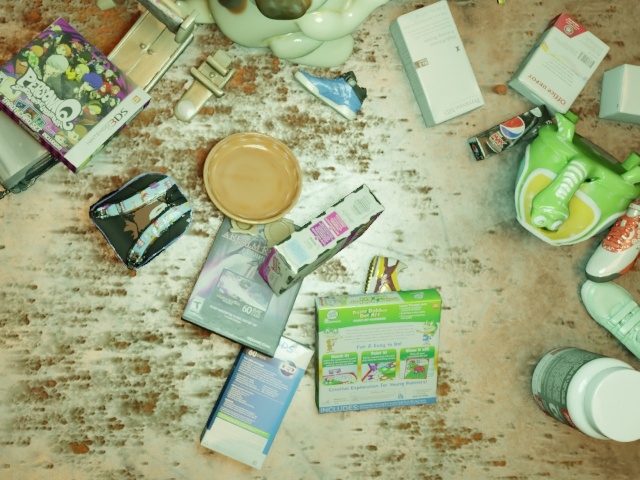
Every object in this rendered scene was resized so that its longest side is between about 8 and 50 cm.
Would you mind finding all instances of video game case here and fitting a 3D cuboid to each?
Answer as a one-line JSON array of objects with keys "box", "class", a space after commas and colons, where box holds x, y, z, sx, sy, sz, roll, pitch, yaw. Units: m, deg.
[{"box": [-0.471, -0.272, 1.756, 0.232, 0.042, 0.210, 42, 64, -3], "class": "video game case"}, {"box": [-0.135, 0.071, 1.872, 0.196, 0.026, 0.274, 24, 68, -7], "class": "video game case"}]

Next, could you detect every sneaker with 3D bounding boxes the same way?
[{"box": [0.663, 0.175, 1.964, 0.256, 0.151, 0.094, 45, 86, -5], "class": "sneaker"}, {"box": [0.026, -0.320, 1.918, 0.152, 0.058, 0.084, 34, 92, -11], "class": "sneaker"}, {"box": [0.128, 0.126, 1.931, 0.084, 0.069, 0.185, 13, 90, -3], "class": "sneaker"}, {"box": [0.642, -0.040, 1.964, 0.270, 0.090, 0.145, -36, 125, -11], "class": "sneaker"}]

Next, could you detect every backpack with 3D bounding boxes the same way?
[{"box": [-0.342, -0.047, 1.841, 0.173, 0.117, 0.158, -36, 95, -6], "class": "backpack"}]

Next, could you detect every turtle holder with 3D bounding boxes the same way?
[{"box": [0.506, -0.097, 1.865, 0.243, 0.320, 0.227, 27, 112, -15], "class": "turtle holder"}]

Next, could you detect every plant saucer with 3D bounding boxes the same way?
[{"box": [-0.136, -0.121, 1.883, 0.200, 0.037, 0.200, 4, 70, -12], "class": "plant saucer"}]

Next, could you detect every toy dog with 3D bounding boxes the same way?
[{"box": [-0.069, -0.503, 1.729, 0.395, 0.408, 0.284, 2, 89, -9], "class": "toy dog"}]

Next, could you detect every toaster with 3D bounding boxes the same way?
[{"box": [-0.567, -0.193, 1.806, 0.227, 0.129, 0.146, -36, 91, -7], "class": "toaster"}]

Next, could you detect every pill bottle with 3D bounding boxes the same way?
[{"box": [0.546, 0.307, 1.881, 0.161, 0.283, 0.161, 0, 90, -8], "class": "pill bottle"}]

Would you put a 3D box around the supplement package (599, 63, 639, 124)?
[{"box": [0.697, -0.301, 1.989, 0.179, 0.105, 0.105, 7, 90, -9], "class": "supplement package"}]

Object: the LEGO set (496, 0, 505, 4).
[{"box": [0.238, -0.599, 1.830, 0.331, 0.192, 0.255, 3, 87, -28], "class": "LEGO set"}]

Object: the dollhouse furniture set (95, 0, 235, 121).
[{"box": [-0.311, -0.360, 1.724, 0.303, 0.355, 0.174, 39, 86, -7], "class": "dollhouse furniture set"}]

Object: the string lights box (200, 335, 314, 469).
[{"box": [-0.128, 0.310, 1.893, 0.133, 0.077, 0.260, 25, 87, -7], "class": "string lights box"}]

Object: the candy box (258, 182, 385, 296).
[{"box": [0.000, 0.000, 1.835, 0.233, 0.159, 0.071, -36, 83, -24], "class": "candy box"}]

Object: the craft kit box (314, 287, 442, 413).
[{"box": [0.112, 0.223, 1.892, 0.250, 0.061, 0.246, -3, 117, -8], "class": "craft kit box"}]

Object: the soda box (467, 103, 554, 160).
[{"box": [0.398, -0.225, 1.970, 0.169, 0.060, 0.053, -26, 93, -7], "class": "soda box"}]

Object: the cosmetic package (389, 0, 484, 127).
[{"box": [0.239, -0.361, 1.937, 0.117, 0.085, 0.231, -23, 92, -7], "class": "cosmetic package"}]

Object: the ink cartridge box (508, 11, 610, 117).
[{"box": [0.498, -0.366, 1.977, 0.127, 0.072, 0.175, 36, 86, -7], "class": "ink cartridge box"}]

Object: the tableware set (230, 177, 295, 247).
[{"box": [-0.114, -0.067, 1.900, 0.141, 0.020, 0.169, 8, 69, -14], "class": "tableware set"}]
